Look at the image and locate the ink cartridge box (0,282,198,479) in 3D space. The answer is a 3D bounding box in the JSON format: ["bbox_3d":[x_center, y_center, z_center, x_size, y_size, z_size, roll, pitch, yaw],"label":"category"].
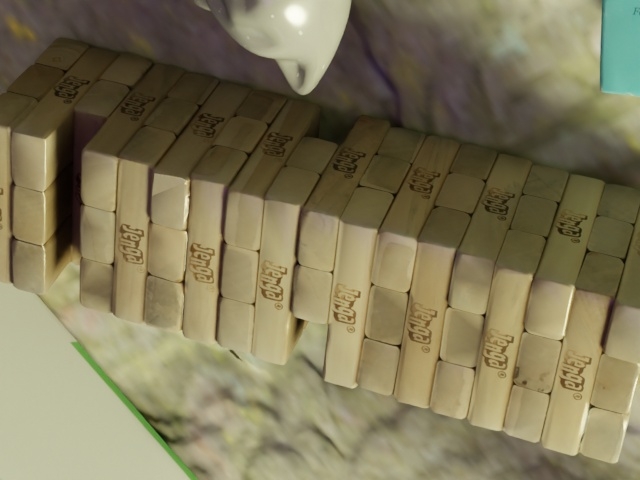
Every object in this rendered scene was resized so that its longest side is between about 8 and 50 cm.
[{"bbox_3d":[-0.247,0.146,0.898,0.289,0.121,0.211,-31,106,34],"label":"ink cartridge box"}]

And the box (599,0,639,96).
[{"bbox_3d":[0.158,-0.170,0.580,0.100,0.060,0.244,7,123,17],"label":"box"}]

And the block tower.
[{"bbox_3d":[0.000,0.000,0.729,0.335,0.097,0.091,14,126,10],"label":"block tower"}]

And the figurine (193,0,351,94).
[{"bbox_3d":[-0.028,-0.180,0.618,0.215,0.092,0.209,47,135,4],"label":"figurine"}]
